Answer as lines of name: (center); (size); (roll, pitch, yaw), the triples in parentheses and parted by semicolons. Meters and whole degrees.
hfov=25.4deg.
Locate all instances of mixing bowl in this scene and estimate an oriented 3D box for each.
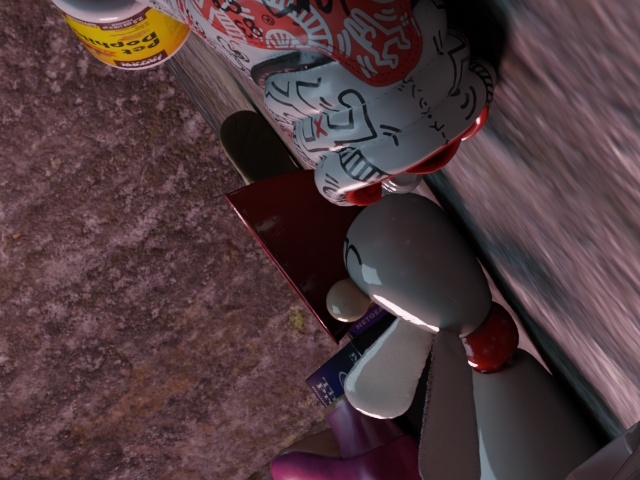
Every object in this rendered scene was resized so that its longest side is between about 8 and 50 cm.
mixing bowl: (0.000, 0.000, 1.354); (0.181, 0.098, 0.181); (53, 176, 5)

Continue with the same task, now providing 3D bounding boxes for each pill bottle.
pill bottle: (-0.179, -0.226, 1.293); (0.117, 0.117, 0.215); (52, 177, 9)

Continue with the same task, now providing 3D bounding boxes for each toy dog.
toy dog: (0.091, 0.138, 0.939); (0.334, 0.161, 0.220); (53, 177, -2)

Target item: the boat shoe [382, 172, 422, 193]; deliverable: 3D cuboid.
boat shoe: (0.035, -0.058, 0.769); (0.035, 0.035, 0.100); (54, 172, 50)

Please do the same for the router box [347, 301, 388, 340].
router box: (0.159, 0.212, 1.546); (0.243, 0.081, 0.309); (50, 176, 32)

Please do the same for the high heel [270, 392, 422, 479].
high heel: (0.028, 0.213, 1.237); (0.117, 0.082, 0.244); (61, 149, 15)

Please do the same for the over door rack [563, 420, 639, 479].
over door rack: (0.198, 0.187, 0.599); (0.239, 0.108, 0.324); (53, -169, 9)

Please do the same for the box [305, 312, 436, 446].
box: (0.118, 0.184, 1.257); (0.261, 0.103, 0.184); (53, 157, 6)

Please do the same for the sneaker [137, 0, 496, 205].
sneaker: (-0.013, -0.088, 0.595); (0.145, 0.090, 0.270); (56, 174, -12)

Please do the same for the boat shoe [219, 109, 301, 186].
boat shoe: (-0.043, -0.053, 1.685); (0.224, 0.080, 0.073); (58, -177, 1)
